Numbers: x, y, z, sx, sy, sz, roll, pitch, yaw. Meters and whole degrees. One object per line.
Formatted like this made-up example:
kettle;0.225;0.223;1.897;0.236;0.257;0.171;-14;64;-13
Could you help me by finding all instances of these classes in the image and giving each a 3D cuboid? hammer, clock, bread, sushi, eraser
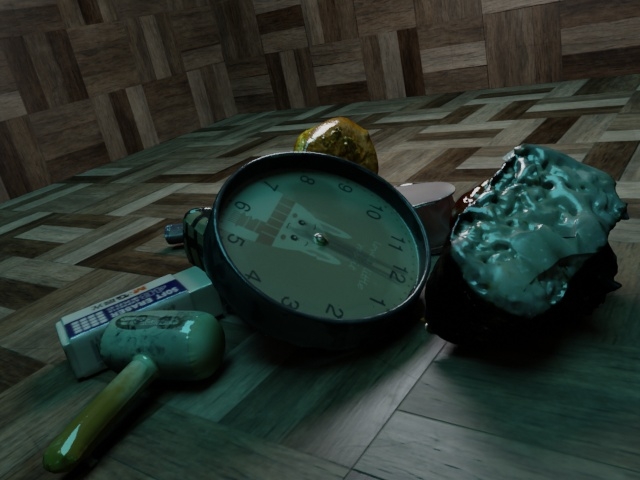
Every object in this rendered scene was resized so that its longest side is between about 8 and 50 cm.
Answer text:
hammer;-0.280;0.214;0.838;0.201;0.113;0.305;-6;27;24
clock;0.000;0.000;0.962;0.385;0.077;0.386;9;48;-10
bread;0.033;-0.176;1.461;0.268;0.269;0.145;-28;14;-35
sushi;0.308;0.026;0.856;0.234;0.208;0.348;40;59;20
eraser;-0.329;0.143;1.061;0.278;0.081;0.124;-23;22;-25

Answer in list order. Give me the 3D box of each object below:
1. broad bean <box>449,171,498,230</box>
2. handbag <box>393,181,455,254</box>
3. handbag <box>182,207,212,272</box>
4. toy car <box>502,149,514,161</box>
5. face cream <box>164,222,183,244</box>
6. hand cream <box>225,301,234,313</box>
broad bean;0.344;-0.060;1.100;0.228;0.156;0.122;-30;29;-25
handbag;0.196;-0.047;1.203;0.204;0.117;0.179;-7;21;14
handbag;-0.078;0.008;1.165;0.326;0.163;0.325;-16;22;-24
toy car;0.481;-0.164;1.347;0.139;0.112;0.112;-3;22;24
face cream;-0.259;-0.031;1.480;0.290;0.071;0.144;-7;21;12
hand cream;-0.173;0.121;1.131;0.030;0.019;0.093;-14;14;0
